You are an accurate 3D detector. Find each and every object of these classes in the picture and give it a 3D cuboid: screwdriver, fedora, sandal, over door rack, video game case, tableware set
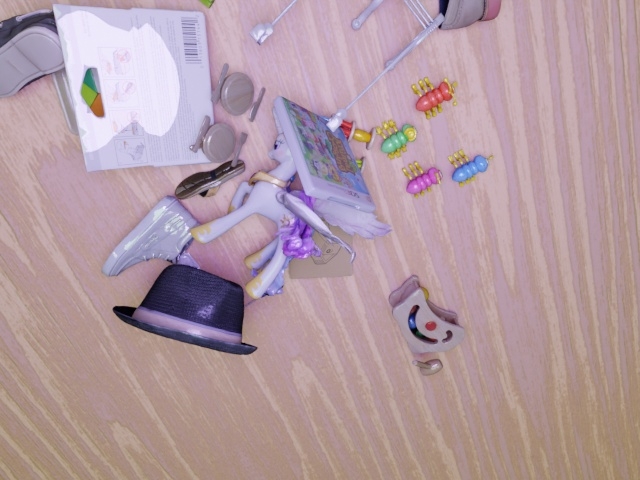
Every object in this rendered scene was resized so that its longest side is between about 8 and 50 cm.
[{"bbox_3d":[-0.171,0.154,1.101,0.169,0.024,0.025,-29,140,10],"label":"screwdriver"},{"bbox_3d":[-0.282,0.143,0.935,0.333,0.334,0.153,18,77,-10],"label":"fedora"},{"bbox_3d":[-0.252,-0.132,0.964,0.179,0.072,0.049,-23,133,1],"label":"sandal"},{"bbox_3d":[0.051,-0.413,0.823,0.324,0.108,0.239,-45,103,-1],"label":"over door rack"},{"bbox_3d":[0.012,-0.160,0.793,0.023,0.213,0.193,-35,152,31],"label":"video game case"},{"bbox_3d":[-0.203,-0.261,0.881,0.039,0.128,0.194,27,98,31],"label":"tableware set"}]

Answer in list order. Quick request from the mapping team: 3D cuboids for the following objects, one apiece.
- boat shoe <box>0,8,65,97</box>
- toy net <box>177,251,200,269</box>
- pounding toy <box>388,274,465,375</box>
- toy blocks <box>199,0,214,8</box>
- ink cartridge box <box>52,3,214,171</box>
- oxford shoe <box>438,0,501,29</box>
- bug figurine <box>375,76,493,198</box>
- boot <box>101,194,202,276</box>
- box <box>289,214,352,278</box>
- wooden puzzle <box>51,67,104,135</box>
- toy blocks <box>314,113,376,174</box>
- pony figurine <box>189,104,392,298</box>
[{"bbox_3d":[-0.607,-0.368,0.822,0.334,0.096,0.112,-5,143,20],"label":"boat shoe"},{"bbox_3d":[-0.326,0.145,1.074,0.121,0.045,0.233,0,111,-3],"label":"toy net"},{"bbox_3d":[0.293,0.238,1.089,0.154,0.155,0.270,-24,111,11],"label":"pounding toy"},{"bbox_3d":[-0.145,-0.598,0.673,0.190,0.261,0.381,35,106,-16],"label":"toy blocks"},{"bbox_3d":[-0.354,-0.298,0.836,0.260,0.066,0.297,-10,114,-25],"label":"ink cartridge box"},{"bbox_3d":[0.247,-0.583,0.779,0.130,0.123,0.349,-17,112,7],"label":"oxford shoe"},{"bbox_3d":[0.261,-0.215,0.952,0.216,0.072,0.279,-32,110,9],"label":"bug figurine"},{"bbox_3d":[-0.398,0.023,0.992,0.123,0.095,0.258,44,102,-11],"label":"boot"},{"bbox_3d":[0.000,0.000,1.050,0.164,0.021,0.202,-2,111,-3],"label":"box"},{"bbox_3d":[-0.441,-0.343,0.873,0.238,0.044,0.221,-7,112,-1],"label":"wooden puzzle"},{"bbox_3d":[0.038,-0.219,0.946,0.147,0.054,0.124,16,109,-9],"label":"toy blocks"},{"bbox_3d":[-0.062,-0.054,0.889,0.351,0.302,0.364,44,110,9],"label":"pony figurine"}]
